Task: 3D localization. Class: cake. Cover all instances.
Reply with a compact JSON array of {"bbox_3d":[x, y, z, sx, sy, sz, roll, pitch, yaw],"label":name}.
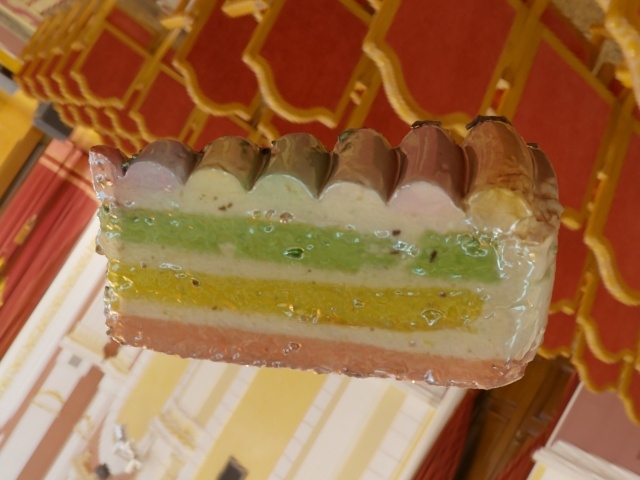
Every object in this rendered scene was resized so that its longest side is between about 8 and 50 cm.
[{"bbox_3d":[0.001,0.011,0.393,0.225,0.109,0.090,-4,-150,-2],"label":"cake"}]
